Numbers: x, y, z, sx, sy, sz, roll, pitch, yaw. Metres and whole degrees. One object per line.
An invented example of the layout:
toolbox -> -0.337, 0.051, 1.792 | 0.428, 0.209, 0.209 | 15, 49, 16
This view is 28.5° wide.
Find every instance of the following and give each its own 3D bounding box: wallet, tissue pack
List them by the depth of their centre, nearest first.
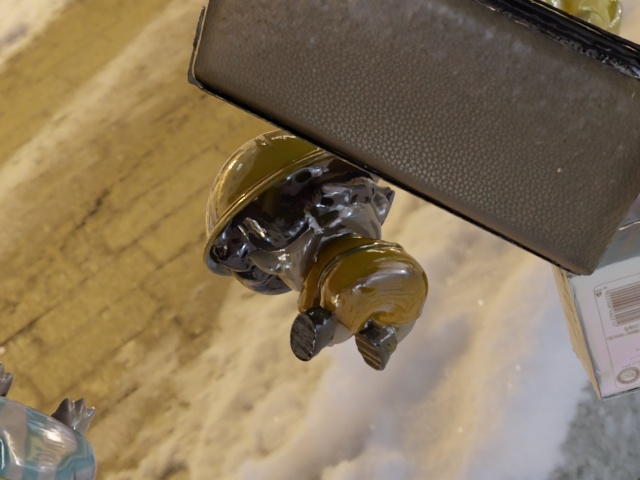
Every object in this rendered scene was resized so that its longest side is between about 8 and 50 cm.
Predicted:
wallet -> 0.042, -0.066, 0.523 | 0.198, 0.110, 0.031 | 27, 45, 8
tissue pack -> 0.354, 0.037, 1.260 | 0.225, 0.185, 0.124 | -19, 36, 5

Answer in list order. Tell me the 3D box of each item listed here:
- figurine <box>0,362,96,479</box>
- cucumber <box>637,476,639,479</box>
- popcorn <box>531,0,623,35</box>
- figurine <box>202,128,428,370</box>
figurine -> -0.360, 0.370, 1.203 | 0.377, 0.266, 0.361 | -49, 28, 15
cucumber -> 0.252, 0.202, 0.796 | 0.077, 0.265, 0.077 | -12, 67, 30
popcorn -> 0.122, -0.138, 0.863 | 0.180, 0.170, 0.180 | -35, 18, 13
figurine -> 0.000, -0.004, 1.144 | 0.192, 0.167, 0.257 | -13, 33, -30
